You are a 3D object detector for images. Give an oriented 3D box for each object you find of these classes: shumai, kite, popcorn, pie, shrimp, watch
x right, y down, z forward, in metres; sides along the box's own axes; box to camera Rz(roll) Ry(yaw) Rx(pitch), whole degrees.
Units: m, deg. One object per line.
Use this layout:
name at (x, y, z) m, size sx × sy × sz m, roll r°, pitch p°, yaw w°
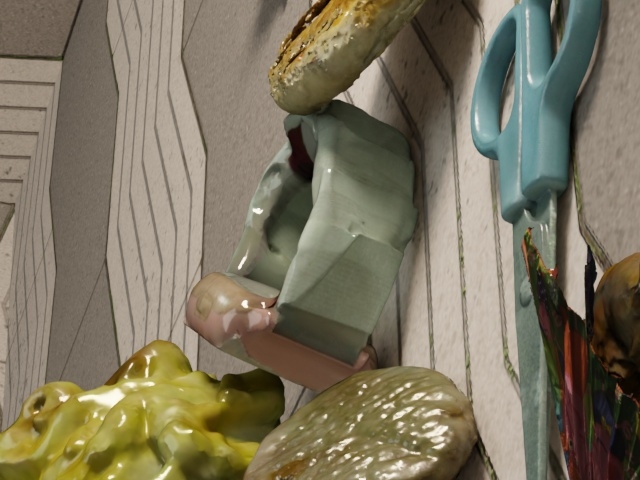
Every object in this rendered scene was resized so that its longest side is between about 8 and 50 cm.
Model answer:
shumai at (0.038, 0.191, 1.463) m, size 0.120 × 0.201 × 0.201 m, roll 64°, pitch 178°, yaw -23°
kite at (0.163, 0.107, 1.172) m, size 0.321 × 0.016 × 0.234 m, roll -108°, pitch 12°, yaw -67°
popcorn at (-0.128, 0.237, 1.692) m, size 0.312 × 0.312 × 0.312 m, roll -167°, pitch 90°, yaw -74°
pie at (0.047, -0.221, 1.724) m, size 0.274 × 0.055 × 0.274 m, roll -49°, pitch 12°, yaw 14°
shrimp at (0.203, 0.062, 1.112) m, size 0.262 × 0.066 × 0.117 m, roll 131°, pitch 133°, yaw -84°
watch at (0.000, 0.000, 1.729) m, size 0.241 × 0.162 × 0.253 m, roll -64°, pitch 18°, yaw -1°

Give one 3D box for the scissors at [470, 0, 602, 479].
scissors at (0.152, 0.001, 1.379) m, size 0.192 × 0.029 × 0.447 m, roll 126°, pitch 152°, yaw -55°
